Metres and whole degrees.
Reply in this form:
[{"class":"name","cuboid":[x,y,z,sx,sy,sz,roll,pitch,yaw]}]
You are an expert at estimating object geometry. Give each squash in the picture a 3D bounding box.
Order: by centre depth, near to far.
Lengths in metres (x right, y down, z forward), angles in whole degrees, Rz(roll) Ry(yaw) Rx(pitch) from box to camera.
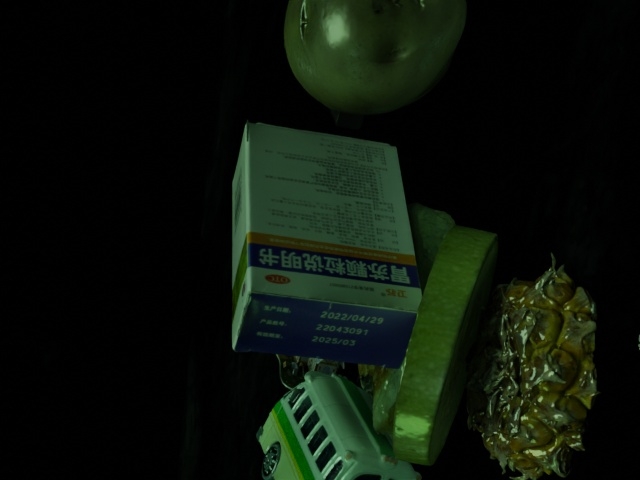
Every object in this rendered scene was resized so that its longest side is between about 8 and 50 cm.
[{"class":"squash","cuboid":[0.131,0.114,1.166,0.252,0.049,0.252,13,-90,-76]}]

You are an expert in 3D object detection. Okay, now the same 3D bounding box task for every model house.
[{"class":"model house","cuboid":[-0.003,0.162,1.725,0.167,0.117,0.088,-113,38,-68]}]

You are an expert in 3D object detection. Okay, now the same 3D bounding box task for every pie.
[{"class":"pie","cuboid":[0.107,0.095,1.422,0.302,0.067,0.302,-170,90,-79]}]

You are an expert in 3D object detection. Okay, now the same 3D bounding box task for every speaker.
[{"class":"speaker","cuboid":[0.037,-0.267,1.934,0.218,0.044,0.082,-111,32,-63]}]

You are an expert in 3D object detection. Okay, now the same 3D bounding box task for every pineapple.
[{"class":"pineapple","cuboid":[0.193,0.126,1.083,0.225,0.076,0.225,-170,90,-75]}]

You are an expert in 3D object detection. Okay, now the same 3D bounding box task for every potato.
[{"class":"potato","cuboid":[0.065,-0.287,1.491,0.326,0.221,0.243,-135,45,-76]}]

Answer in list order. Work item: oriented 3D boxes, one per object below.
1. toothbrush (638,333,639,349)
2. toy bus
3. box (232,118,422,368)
[{"class":"toothbrush","cuboid":[0.295,0.136,0.774,0.307,0.029,0.025,-118,46,-65]},{"class":"toy bus","cuboid":[0.021,0.288,1.488,0.164,0.133,0.276,-63,23,13]},{"class":"box","cuboid":[0.000,0.000,1.347,0.299,0.200,0.106,-94,17,-45]}]
